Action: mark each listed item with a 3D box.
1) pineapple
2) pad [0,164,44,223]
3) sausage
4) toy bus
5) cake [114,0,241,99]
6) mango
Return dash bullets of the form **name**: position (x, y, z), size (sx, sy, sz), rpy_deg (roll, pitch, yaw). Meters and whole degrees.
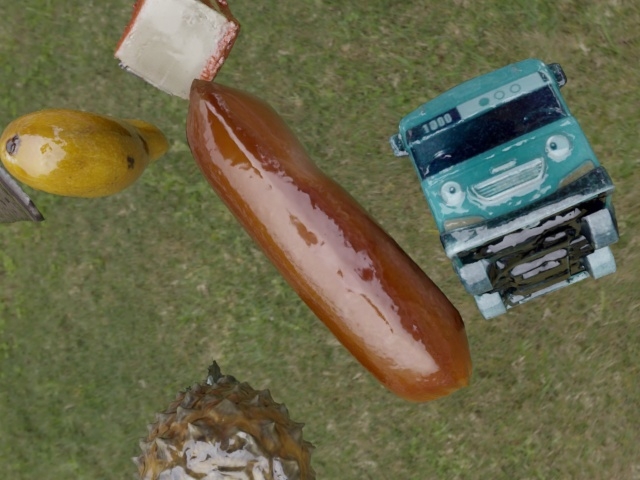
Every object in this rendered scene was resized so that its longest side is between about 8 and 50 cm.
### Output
- **pineapple**: position (-0.101, 0.205, 0.809), size (0.175, 0.361, 0.174), rpy_deg (-1, 95, -7)
- **pad**: position (-0.259, -0.132, 0.355), size (0.330, 0.004, 0.220), rpy_deg (53, 155, -20)
- **sausage**: position (0.000, 0.000, 0.592), size (0.083, 0.089, 0.300), rpy_deg (-43, 88, 23)
- **toy bus**: position (0.152, -0.032, 0.637), size (0.128, 0.256, 0.147), rpy_deg (-24, 69, 11)
- **cake**: position (-0.213, -0.386, 1.286), size (0.160, 0.158, 0.261), rpy_deg (-36, 37, 47)
- **mango**: position (-0.336, -0.125, 1.144), size (0.177, 0.295, 0.120), rpy_deg (11, 97, 16)
